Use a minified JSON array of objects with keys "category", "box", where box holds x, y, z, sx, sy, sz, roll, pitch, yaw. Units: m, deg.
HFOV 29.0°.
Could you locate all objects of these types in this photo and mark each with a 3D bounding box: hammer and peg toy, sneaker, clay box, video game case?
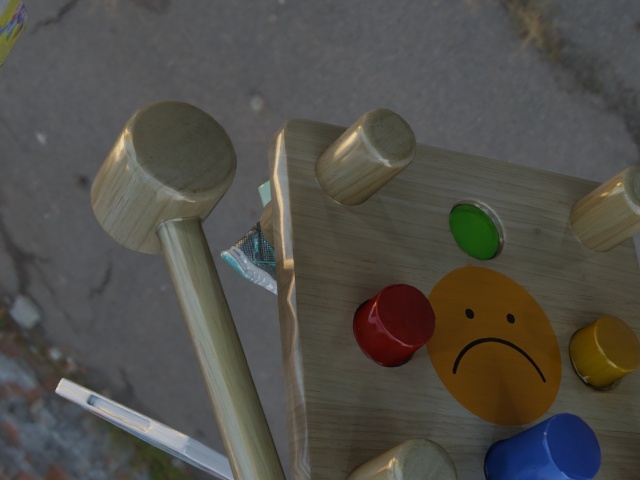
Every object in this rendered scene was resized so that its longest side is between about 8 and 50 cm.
[{"category":"hammer and peg toy","box":[0.045,0.064,0.673,0.127,0.361,0.266,-40,49,51]},{"category":"sneaker","box":[-0.060,0.024,1.612,0.065,0.076,0.166,40,-177,26]},{"category":"clay box","box":[-0.372,-0.219,1.331,0.053,0.127,0.222,30,171,-6]},{"category":"video game case","box":[-0.189,0.258,1.582,0.285,0.025,0.204,14,162,46]}]

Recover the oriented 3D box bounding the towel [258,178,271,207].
[{"category":"towel","box":[0.000,0.000,1.111,0.113,0.023,0.152,-27,73,34]}]
